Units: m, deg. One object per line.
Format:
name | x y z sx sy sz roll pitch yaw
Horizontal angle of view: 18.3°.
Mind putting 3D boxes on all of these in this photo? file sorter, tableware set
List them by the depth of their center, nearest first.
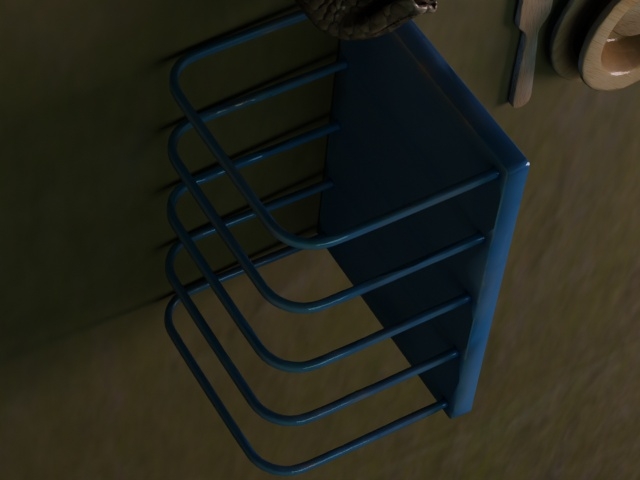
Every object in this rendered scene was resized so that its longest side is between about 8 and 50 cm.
file sorter | 0.000 0.000 0.823 0.104 0.118 0.170 -22 147 -21
tableware set | 0.152 -0.132 0.886 0.128 0.039 0.194 -28 149 -19

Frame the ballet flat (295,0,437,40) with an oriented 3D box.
ballet flat | 0.065 -0.172 0.714 0.084 0.058 0.250 0 132 -50
